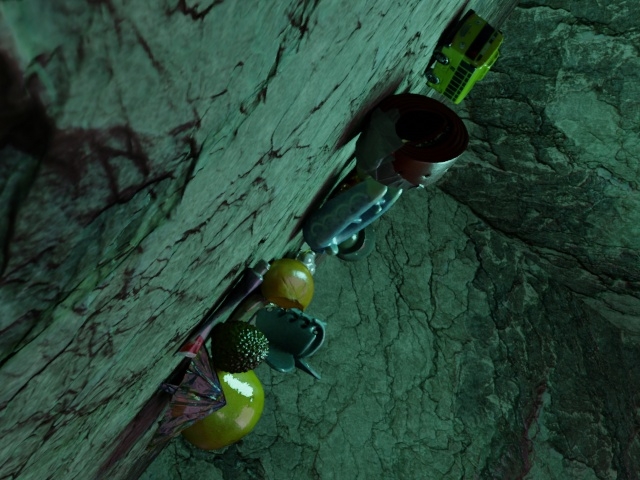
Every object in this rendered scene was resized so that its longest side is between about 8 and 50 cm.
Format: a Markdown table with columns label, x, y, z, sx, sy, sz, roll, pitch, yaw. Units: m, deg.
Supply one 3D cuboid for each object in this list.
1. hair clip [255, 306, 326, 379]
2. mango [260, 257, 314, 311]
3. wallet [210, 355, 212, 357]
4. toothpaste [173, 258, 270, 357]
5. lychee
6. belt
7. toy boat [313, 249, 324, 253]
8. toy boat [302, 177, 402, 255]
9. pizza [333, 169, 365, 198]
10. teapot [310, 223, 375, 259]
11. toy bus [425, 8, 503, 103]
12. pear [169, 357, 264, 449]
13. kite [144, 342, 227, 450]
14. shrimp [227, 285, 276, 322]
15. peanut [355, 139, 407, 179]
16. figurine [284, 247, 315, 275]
| label | x | y | z | sx | sy | sz | roll | pitch | yaw |
| --- | --- | --- | --- | --- | --- | --- | --- | --- | --- |
| hair clip | -0.144 | 0.396 | 2.089 | 0.238 | 0.318 | 0.392 | -64 | 149 | -7 |
| mango | -0.102 | 0.130 | 1.536 | 0.154 | 0.126 | 0.252 | -18 | 148 | 6 |
| wallet | -0.374 | 0.399 | 1.832 | 0.083 | 0.011 | 0.044 | -49 | 175 | -20 |
| toothpaste | -0.229 | 0.164 | 1.199 | 0.301 | 0.048 | 0.075 | -49 | 179 | -2 |
| lychee | -0.232 | 0.308 | 1.433 | 0.171 | 0.171 | 0.171 | -51 | 175 | -6 |
| belt | 0.219 | -0.246 | 1.238 | 0.324 | 0.227 | 0.115 | -23 | 158 | -37 |
| toy boat | 0.000 | 0.000 | 1.797 | 0.223 | 0.100 | 0.097 | -27 | 139 | -80 |
| toy boat | 0.092 | -0.061 | 1.465 | 0.330 | 0.123 | 0.215 | -32 | 169 | 24 |
| pizza | 0.200 | -0.235 | 1.758 | 0.406 | 0.130 | 0.440 | -52 | 165 | 6 |
| teapot | 0.088 | -0.021 | 2.255 | 0.285 | 0.305 | 0.223 | 23 | 70 | -78 |
| toy bus | 0.402 | -0.507 | 1.407 | 0.128 | 0.150 | 0.262 | -52 | 175 | -5 |
| pear | -0.321 | 0.500 | 1.538 | 0.285 | 0.285 | 0.336 | -51 | 167 | 1 |
| kite | -0.346 | 0.429 | 1.358 | 0.234 | 0.016 | 0.321 | 32 | 82 | -42 |
| shrimp | -0.219 | 0.235 | 1.682 | 0.247 | 0.085 | 0.360 | -45 | 171 | 3 |
| peanut | 0.223 | -0.294 | 1.453 | 0.325 | 0.140 | 0.153 | -43 | -146 | -9 |
| figurine | -0.071 | 0.087 | 1.713 | 0.137 | 0.112 | 0.229 | -31 | 178 | 4 |
